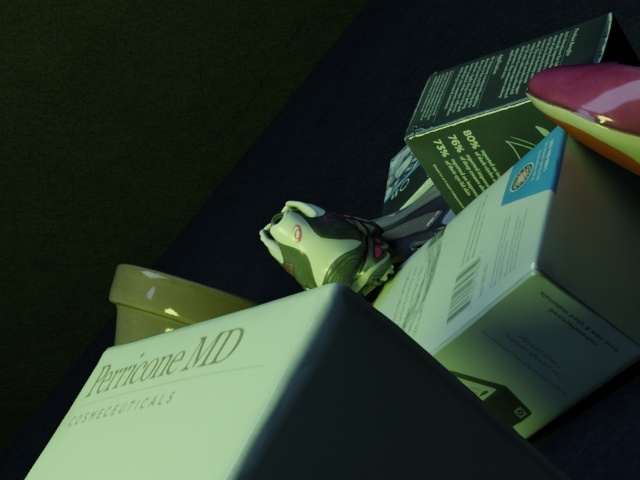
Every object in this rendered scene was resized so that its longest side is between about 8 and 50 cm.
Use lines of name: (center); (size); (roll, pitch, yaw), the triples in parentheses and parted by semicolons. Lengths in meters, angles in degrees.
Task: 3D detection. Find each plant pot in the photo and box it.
plant pot: (-0.194, 0.176, 2.030); (0.263, 0.263, 0.229); (177, 113, -73)

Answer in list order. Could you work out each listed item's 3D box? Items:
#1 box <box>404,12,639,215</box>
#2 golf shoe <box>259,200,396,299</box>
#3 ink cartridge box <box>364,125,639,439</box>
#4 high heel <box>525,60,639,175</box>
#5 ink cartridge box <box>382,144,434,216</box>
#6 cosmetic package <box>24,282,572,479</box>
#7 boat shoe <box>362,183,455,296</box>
box: (0.210, -0.099, 1.380); (0.207, 0.153, 0.108); (-15, 35, 34)
golf shoe: (0.000, 0.000, 1.511); (0.105, 0.120, 0.273); (-52, 8, -2)
ink cartridge box: (0.150, 0.074, 1.305); (0.307, 0.129, 0.223); (-44, 16, 37)
high heel: (0.320, -0.126, 1.124); (0.377, 0.127, 0.181); (27, 88, 49)
ink cartridge box: (0.160, -0.113, 1.827); (0.208, 0.045, 0.206); (-45, 15, 26)
cosmetic package: (-0.047, 0.296, 0.913); (0.329, 0.327, 0.393); (-19, 35, 56)
boat shoe: (0.083, 0.048, 1.604); (0.355, 0.132, 0.130); (-42, 16, 42)
